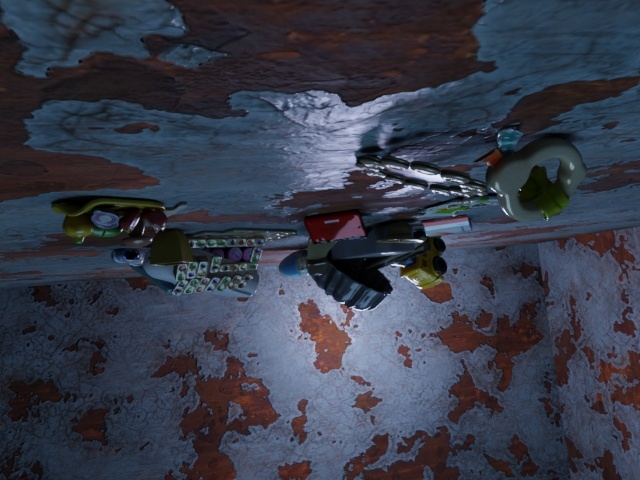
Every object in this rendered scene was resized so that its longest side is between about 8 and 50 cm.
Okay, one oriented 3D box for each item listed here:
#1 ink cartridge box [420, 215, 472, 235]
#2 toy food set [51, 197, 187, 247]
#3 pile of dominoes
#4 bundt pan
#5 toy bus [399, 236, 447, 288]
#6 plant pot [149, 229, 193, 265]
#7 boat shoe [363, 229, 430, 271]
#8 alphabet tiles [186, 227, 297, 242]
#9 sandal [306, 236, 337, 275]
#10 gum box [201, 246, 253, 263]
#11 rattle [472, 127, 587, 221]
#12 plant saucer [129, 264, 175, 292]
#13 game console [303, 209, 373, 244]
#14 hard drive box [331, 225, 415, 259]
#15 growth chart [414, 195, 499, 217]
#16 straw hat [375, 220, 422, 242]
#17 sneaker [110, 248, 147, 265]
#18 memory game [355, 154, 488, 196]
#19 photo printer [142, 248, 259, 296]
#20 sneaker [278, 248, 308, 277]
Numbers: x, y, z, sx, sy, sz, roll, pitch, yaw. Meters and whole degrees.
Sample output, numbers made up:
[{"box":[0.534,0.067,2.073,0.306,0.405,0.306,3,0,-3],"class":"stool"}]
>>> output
[{"box":[0.406,-0.044,1.490,0.145,0.045,0.179,-8,176,22],"class":"ink cartridge box"},{"box":[-0.338,-0.025,0.799,0.218,0.071,0.128,0,173,-44],"class":"toy food set"},{"box":[-0.287,0.081,1.318,0.251,0.196,0.040,-1,-145,-31],"class":"pile of dominoes"},{"box":[0.100,0.144,1.728,0.331,0.124,0.331,29,-165,-8],"class":"bundt pan"},{"box":[0.385,0.059,1.871,0.211,0.220,0.149,24,146,-27],"class":"toy bus"},{"box":[-0.369,0.018,1.147,0.081,0.083,0.081,-7,174,5],"class":"plant pot"},{"box":[0.289,0.063,1.722,0.257,0.095,0.095,-27,-161,9],"class":"boat shoe"},{"box":[-0.247,-0.008,1.383,0.285,0.011,0.342,-11,172,42],"class":"alphabet tiles"},{"box":[-0.006,0.000,1.336,0.088,0.079,0.240,-4,140,-17],"class":"sandal"},{"box":[-0.336,0.059,1.711,0.188,0.062,0.107,-1,173,-33],"class":"gum box"},{"box":[0.267,-0.118,0.663,0.199,0.143,0.130,14,134,-24],"class":"rattle"},{"box":[-0.538,0.122,1.507,0.192,0.018,0.067,27,-177,23],"class":"plant saucer"},{"box":[0.047,-0.041,1.167,0.144,0.085,0.124,-8,130,19],"class":"game console"},{"box":[0.174,0.011,1.585,0.181,0.089,0.232,-2,174,-37],"class":"hard drive box"},{"box":[0.349,-0.084,1.142,0.172,0.021,0.237,-4,175,-22],"class":"growth chart"},{"box":[0.238,-0.027,1.401,0.144,0.061,0.144,1,175,0],"class":"straw hat"},{"box":[-0.587,0.052,1.468,0.058,0.052,0.135,-13,172,27],"class":"sneaker"},{"box":[0.136,-0.085,0.635,0.186,0.012,0.186,14,-178,0],"class":"memory game"},{"box":[-0.386,0.096,1.464,0.256,0.107,0.307,-2,161,44],"class":"photo printer"},{"box":[-0.038,0.086,1.993,0.319,0.127,0.208,-15,176,3],"class":"sneaker"}]
